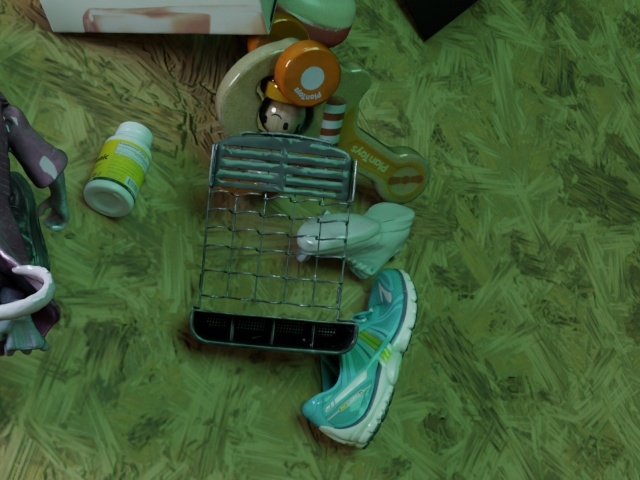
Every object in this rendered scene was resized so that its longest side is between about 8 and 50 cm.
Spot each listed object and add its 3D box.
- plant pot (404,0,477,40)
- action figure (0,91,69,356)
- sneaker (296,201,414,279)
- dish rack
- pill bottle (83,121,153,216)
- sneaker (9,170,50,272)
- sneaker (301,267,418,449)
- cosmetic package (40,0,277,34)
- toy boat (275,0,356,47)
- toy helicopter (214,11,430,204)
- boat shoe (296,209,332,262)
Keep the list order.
[{"bbox_3d":[0.219,-0.465,1.999,0.167,0.188,0.187,51,49,-6],"label":"plant pot"},{"bbox_3d":[-0.388,-0.056,1.294,0.248,0.276,0.370,-1,72,-11],"label":"action figure"},{"bbox_3d":[0.050,0.011,1.691,0.080,0.094,0.212,26,25,38],"label":"sneaker"},{"bbox_3d":[-0.052,0.000,1.554,0.208,0.074,0.271,6,88,-10],"label":"dish rack"},{"bbox_3d":[-0.250,-0.092,1.568,0.065,0.065,0.116,29,51,-17],"label":"pill bottle"},{"bbox_3d":[-0.370,-0.001,1.445,0.089,0.051,0.170,-8,72,-40],"label":"sneaker"},{"bbox_3d":[0.055,0.137,1.622,0.110,0.107,0.275,25,50,-4],"label":"sneaker"},{"bbox_3d":[-0.206,-0.358,1.607,0.296,0.129,0.153,4,55,11],"label":"cosmetic package"},{"bbox_3d":[-0.053,-0.314,1.781,0.151,0.151,0.231,11,17,-28],"label":"toy boat"},{"bbox_3d":[0.005,-0.130,1.692,0.355,0.235,0.140,28,14,-35],"label":"toy helicopter"},{"bbox_3d":[0.000,0.000,1.703,0.035,0.035,0.100,38,43,-7],"label":"boat shoe"}]
